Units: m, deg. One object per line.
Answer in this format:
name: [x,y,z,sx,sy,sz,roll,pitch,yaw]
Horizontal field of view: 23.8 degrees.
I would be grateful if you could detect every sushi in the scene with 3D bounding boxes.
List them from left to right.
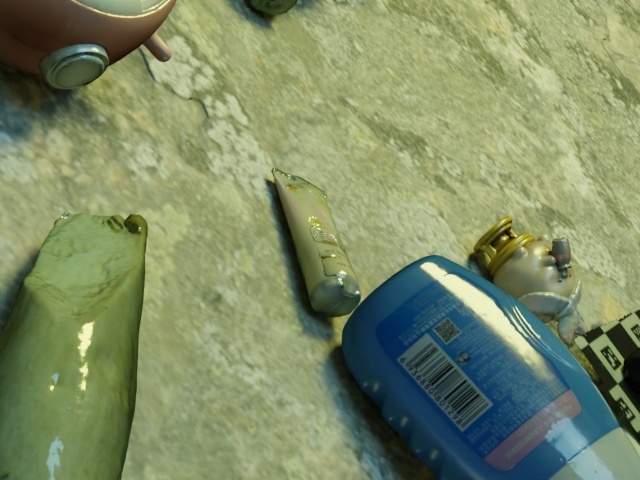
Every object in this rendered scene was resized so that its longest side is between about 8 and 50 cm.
sushi: [0.344,0.148,1.379,0.192,0.050,0.215,-12,65,-57]

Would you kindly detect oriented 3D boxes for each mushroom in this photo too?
mushroom: [-0.145,0.080,0.861,0.087,0.107,0.333,0,42,1]

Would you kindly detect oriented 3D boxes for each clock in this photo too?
clock: [-0.209,-0.217,1.085,0.227,0.142,0.241,3,63,-51]

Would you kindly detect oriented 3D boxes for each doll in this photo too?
doll: [0.203,0.032,1.374,0.127,0.084,0.073,48,30,13]

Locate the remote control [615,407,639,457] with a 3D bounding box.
remote control: [0.309,0.177,1.392,0.078,0.042,0.221,52,31,6]

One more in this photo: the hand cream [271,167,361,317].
hand cream: [0.000,0.000,1.199,0.061,0.039,0.143,21,36,-35]

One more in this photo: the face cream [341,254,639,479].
face cream: [0.139,0.131,1.123,0.149,0.083,0.264,-33,68,-24]

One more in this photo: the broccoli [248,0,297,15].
broccoli: [0.004,-0.309,1.477,0.165,0.145,0.304,52,40,-16]
